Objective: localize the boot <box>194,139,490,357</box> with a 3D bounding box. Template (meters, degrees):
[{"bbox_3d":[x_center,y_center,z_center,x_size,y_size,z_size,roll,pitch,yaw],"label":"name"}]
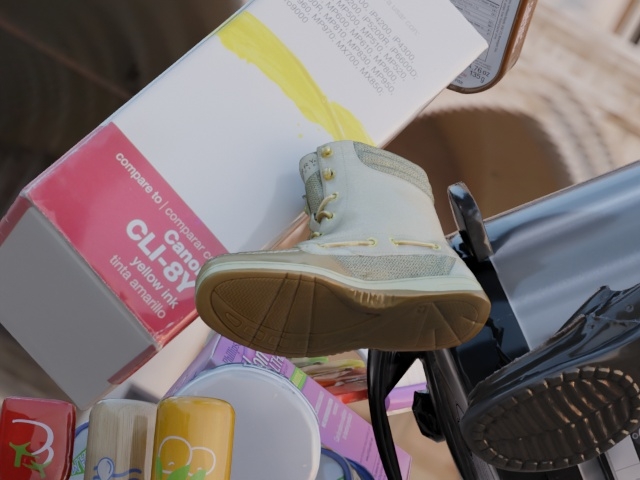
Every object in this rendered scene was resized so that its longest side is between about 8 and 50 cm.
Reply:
[{"bbox_3d":[0.000,0.000,1.382,0.213,0.077,0.165,3,42,-22],"label":"boot"}]

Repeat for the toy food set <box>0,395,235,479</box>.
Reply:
[{"bbox_3d":[-0.164,0.128,0.992,0.232,0.105,0.111,5,-10,-4],"label":"toy food set"}]

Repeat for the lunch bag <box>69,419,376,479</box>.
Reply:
[{"bbox_3d":[-0.108,0.287,1.746,0.303,0.243,0.115,5,-11,19],"label":"lunch bag"}]

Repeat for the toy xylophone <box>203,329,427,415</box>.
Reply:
[{"bbox_3d":[0.019,0.138,2.351,0.236,0.081,0.322,-5,9,-38],"label":"toy xylophone"}]

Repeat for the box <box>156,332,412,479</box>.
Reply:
[{"bbox_3d":[-0.069,0.243,1.977,0.243,0.213,0.117,37,20,-7],"label":"box"}]

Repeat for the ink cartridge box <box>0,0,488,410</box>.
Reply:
[{"bbox_3d":[-0.080,-0.062,1.592,0.160,0.384,0.279,47,-24,-1],"label":"ink cartridge box"}]

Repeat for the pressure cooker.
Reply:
[{"bbox_3d":[0.255,0.134,1.679,0.375,0.420,0.370,68,2,-64],"label":"pressure cooker"}]

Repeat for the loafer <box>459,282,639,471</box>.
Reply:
[{"bbox_3d":[0.189,0.077,1.278,0.080,0.220,0.078,61,5,-33],"label":"loafer"}]

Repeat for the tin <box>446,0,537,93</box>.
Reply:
[{"bbox_3d":[0.130,-0.206,1.672,0.106,0.040,0.190,23,-45,10],"label":"tin"}]

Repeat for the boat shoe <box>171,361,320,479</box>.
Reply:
[{"bbox_3d":[-0.141,0.217,1.154,0.136,0.367,0.156,37,-2,-5],"label":"boat shoe"}]
